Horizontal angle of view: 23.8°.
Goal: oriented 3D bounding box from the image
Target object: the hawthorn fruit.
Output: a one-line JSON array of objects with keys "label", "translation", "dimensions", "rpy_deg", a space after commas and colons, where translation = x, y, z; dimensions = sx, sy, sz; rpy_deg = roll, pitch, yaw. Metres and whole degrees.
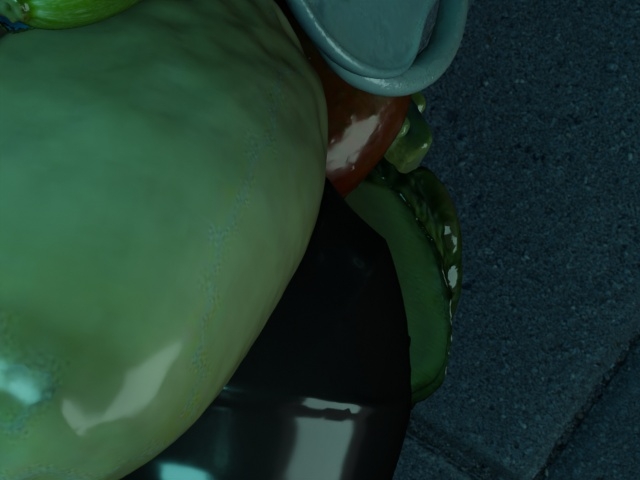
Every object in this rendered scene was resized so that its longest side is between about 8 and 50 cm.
[{"label": "hawthorn fruit", "translation": [0.025, -0.128, 1.010], "dimensions": [0.285, 0.165, 0.165], "rpy_deg": [-36, 168, -18]}]

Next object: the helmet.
[{"label": "helmet", "translation": [-0.056, 0.044, 0.827], "dimensions": [0.177, 0.225, 0.305], "rpy_deg": [101, -6, -46]}]

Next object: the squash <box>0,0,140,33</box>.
[{"label": "squash", "translation": [-0.039, -0.192, 0.658], "dimensions": [0.341, 0.094, 0.094], "rpy_deg": [-50, 171, -44]}]

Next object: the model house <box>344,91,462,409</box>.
[{"label": "model house", "translation": [0.000, 0.000, 1.259], "dimensions": [0.321, 0.261, 0.266], "rpy_deg": [-54, -177, 33]}]

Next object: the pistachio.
[{"label": "pistachio", "translation": [-0.107, -0.011, 0.631], "dimensions": [0.187, 0.187, 0.299], "rpy_deg": [-62, -178, 44]}]

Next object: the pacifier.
[{"label": "pacifier", "translation": [0.078, -0.209, 0.867], "dimensions": [0.226, 0.238, 0.287], "rpy_deg": [-7, -154, 36]}]
